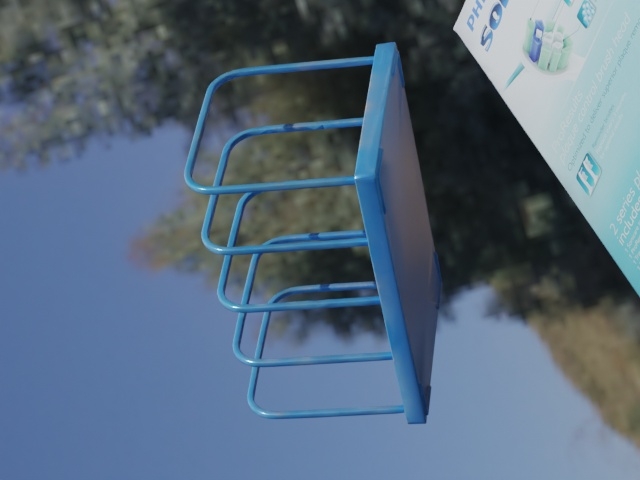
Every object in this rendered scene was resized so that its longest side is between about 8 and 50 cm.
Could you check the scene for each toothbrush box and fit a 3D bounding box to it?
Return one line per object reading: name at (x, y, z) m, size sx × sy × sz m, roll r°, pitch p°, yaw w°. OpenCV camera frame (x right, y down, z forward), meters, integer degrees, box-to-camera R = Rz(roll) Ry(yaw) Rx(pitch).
toothbrush box at (0.229, -0.065, 0.977) m, size 0.295 × 0.216 × 0.126 m, roll 62°, pitch 139°, yaw 44°

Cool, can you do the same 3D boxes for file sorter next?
file sorter at (0.000, 0.000, 1.072) m, size 0.118 × 0.104 × 0.170 m, roll -79°, pitch -19°, yaw -50°
